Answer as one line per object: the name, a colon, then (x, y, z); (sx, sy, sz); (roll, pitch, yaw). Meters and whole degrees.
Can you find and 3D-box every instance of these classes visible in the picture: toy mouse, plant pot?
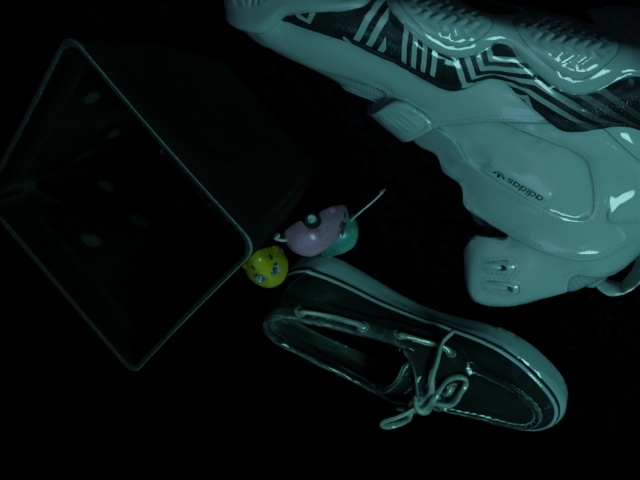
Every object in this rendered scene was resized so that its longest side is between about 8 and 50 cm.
toy mouse: (0.000, 0.000, 0.634); (0.143, 0.161, 0.031); (-27, 81, -4)
plant pot: (-0.118, -0.045, 0.586); (0.188, 0.167, 0.187); (48, 127, 2)

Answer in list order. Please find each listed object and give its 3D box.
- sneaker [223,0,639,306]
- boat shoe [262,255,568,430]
sneaker: (0.099, -0.074, 0.523); (0.366, 0.137, 0.210); (15, 126, 4)
boat shoe: (0.091, 0.119, 0.693); (0.306, 0.105, 0.113); (30, 129, -4)
